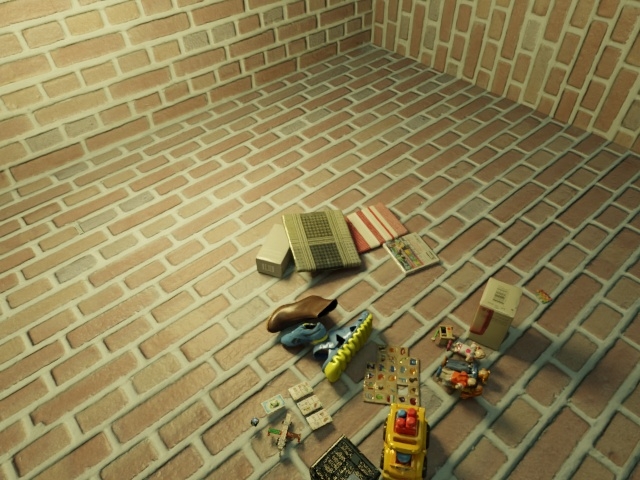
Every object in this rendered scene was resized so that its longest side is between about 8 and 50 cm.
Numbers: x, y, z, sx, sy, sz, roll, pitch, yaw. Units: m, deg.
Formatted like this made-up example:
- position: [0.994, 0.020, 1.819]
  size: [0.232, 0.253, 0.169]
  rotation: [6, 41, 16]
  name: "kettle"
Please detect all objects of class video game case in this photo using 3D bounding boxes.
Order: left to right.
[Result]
- position: [0.417, 0.058, 2.079]
  size: [0.184, 0.023, 0.201]
  rotation: [-19, 49, -16]
  name: "video game case"

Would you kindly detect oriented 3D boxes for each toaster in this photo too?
- position: [0.068, 0.729, 1.378]
  size: [0.186, 0.110, 0.168]
  rotation: [-35, 54, -29]
  name: "toaster"

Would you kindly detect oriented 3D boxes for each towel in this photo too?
- position: [0.000, 0.000, 2.051]
  size: [0.313, 0.056, 0.323]
  rotation: [-6, 57, -18]
  name: "towel"
- position: [0.224, -0.053, 2.184]
  size: [0.329, 0.037, 0.237]
  rotation: [-22, 51, -17]
  name: "towel"

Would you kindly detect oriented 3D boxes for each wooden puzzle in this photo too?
- position: [0.943, 0.240, 1.900]
  size: [0.050, 0.006, 0.083]
  rotation: [-17, 48, -15]
  name: "wooden puzzle"

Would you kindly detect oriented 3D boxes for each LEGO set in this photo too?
- position: [-0.110, 0.615, 1.552]
  size: [0.245, 0.060, 0.182]
  rotation: [-19, 43, -26]
  name: "LEGO set"

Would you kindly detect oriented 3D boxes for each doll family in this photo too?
- position: [0.521, 0.480, 1.626]
  size: [0.163, 0.118, 0.263]
  rotation: [14, 30, 23]
  name: "doll family"

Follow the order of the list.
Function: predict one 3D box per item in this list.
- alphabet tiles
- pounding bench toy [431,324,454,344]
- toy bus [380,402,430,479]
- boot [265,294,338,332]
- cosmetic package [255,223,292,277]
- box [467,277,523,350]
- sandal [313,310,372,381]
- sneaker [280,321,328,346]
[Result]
- position: [0.265, 0.496, 1.669]
  size: [0.199, 0.009, 0.237]
  rotation: [5, 46, 6]
  name: "alphabet tiles"
- position: [0.475, 0.367, 1.758]
  size: [0.084, 0.052, 0.065]
  rotation: [3, 46, 4]
  name: "pounding bench toy"
- position: [0.267, 0.621, 1.401]
  size: [0.150, 0.211, 0.220]
  rotation: [6, 49, 13]
  name: "toy bus"
- position: [-0.076, 0.287, 1.760]
  size: [0.249, 0.090, 0.207]
  rotation: [-31, 14, -33]
  name: "boot"
- position: [-0.194, 0.042, 2.058]
  size: [0.127, 0.107, 0.237]
  rotation: [14, 45, 13]
  name: "cosmetic package"
- position: [0.661, 0.281, 1.710]
  size: [0.127, 0.232, 0.148]
  rotation: [21, 50, 21]
  name: "box"
- position: [0.086, 0.378, 1.714]
  size: [0.138, 0.126, 0.317]
  rotation: [27, 51, 29]
  name: "sandal"
- position: [-0.072, 0.351, 1.718]
  size: [0.210, 0.082, 0.069]
  rotation: [-15, 20, 30]
  name: "sneaker"
